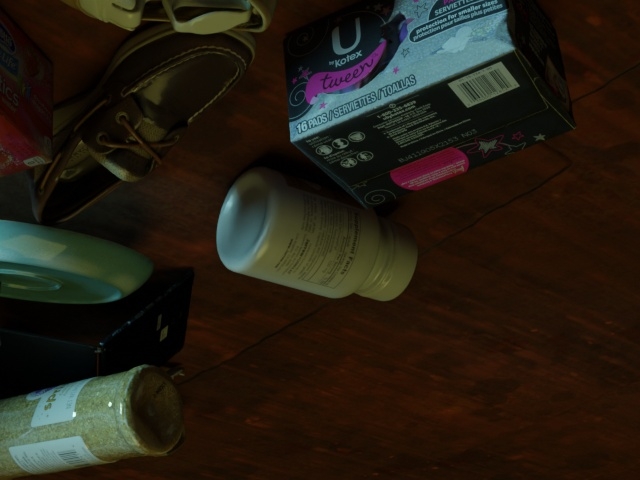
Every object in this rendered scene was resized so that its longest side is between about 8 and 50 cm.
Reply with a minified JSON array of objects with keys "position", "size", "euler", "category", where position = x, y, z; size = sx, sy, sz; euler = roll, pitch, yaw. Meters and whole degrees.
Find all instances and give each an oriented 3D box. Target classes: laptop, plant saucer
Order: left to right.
[{"position":[-0.362,0.032,1.593],"size":[0.318,0.043,0.317],"euler":[6,167,1],"category":"plant saucer"},{"position":[-0.320,0.134,1.822],"size":[0.264,0.136,0.234],"euler":[-40,164,-27],"category":"laptop"}]

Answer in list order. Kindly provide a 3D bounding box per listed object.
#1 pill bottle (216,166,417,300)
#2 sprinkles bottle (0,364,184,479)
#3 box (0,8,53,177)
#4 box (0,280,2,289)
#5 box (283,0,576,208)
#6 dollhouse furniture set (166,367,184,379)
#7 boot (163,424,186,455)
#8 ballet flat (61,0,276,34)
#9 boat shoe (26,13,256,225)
[{"position":[0.000,0.000,1.608],"size":[0.229,0.131,0.131],"euler":[17,143,-33],"category":"pill bottle"},{"position":[-0.352,0.254,1.775],"size":[0.355,0.121,0.121],"euler":[-15,149,33],"category":"sprinkles bottle"},{"position":[-0.371,-0.171,1.263],"size":[0.123,0.128,0.257],"euler":[-14,149,15],"category":"box"},{"position":[-0.453,0.061,1.599],"size":[0.094,0.027,0.137],"euler":[14,164,-28],"category":"box"},{"position":[0.107,-0.163,1.339],"size":[0.247,0.142,0.163],"euler":[-21,145,23],"category":"box"},{"position":[-0.272,0.203,2.032],"size":[0.114,0.091,0.081],"euler":[-3,-160,43],"category":"dollhouse furniture set"},{"position":[-0.347,0.296,2.044],"size":[0.204,0.095,0.262],"euler":[-7,162,21],"category":"boot"},{"position":[-0.155,-0.233,1.245],"size":[0.232,0.073,0.080],"euler":[0,149,-8],"category":"ballet flat"},{"position":[-0.197,-0.114,1.389],"size":[0.342,0.123,0.123],"euler":[-26,143,33],"category":"boat shoe"}]
